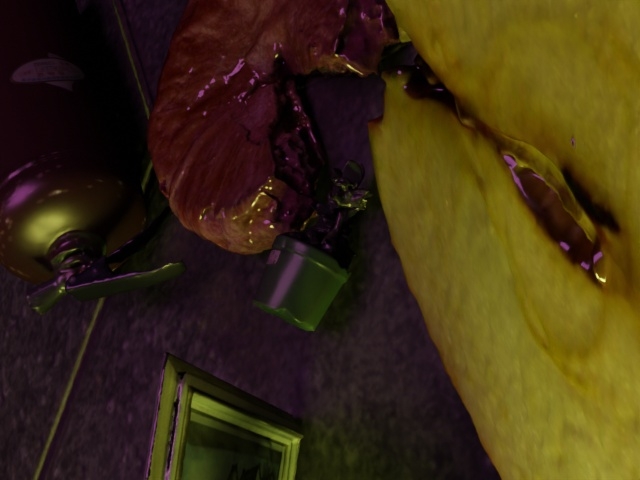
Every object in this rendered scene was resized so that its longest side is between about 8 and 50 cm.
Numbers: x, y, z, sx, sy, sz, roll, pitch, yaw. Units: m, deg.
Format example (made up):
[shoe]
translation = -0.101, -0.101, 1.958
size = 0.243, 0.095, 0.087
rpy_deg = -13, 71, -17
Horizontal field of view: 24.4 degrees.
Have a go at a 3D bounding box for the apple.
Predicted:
[apple]
translation = 0.124, -0.018, 0.514
size = 0.329, 0.295, 0.365
rpy_deg = -52, 36, 15

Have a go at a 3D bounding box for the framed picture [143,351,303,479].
[framed picture]
translation = -0.048, 0.186, 0.717
size = 0.019, 0.296, 0.232
rpy_deg = 6, 80, 10

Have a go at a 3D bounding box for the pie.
[pie]
translation = -0.037, -0.101, 0.936
size = 0.204, 0.054, 0.218
rpy_deg = 20, 94, 52

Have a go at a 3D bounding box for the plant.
[plant]
translation = 0.000, 0.000, 0.861
size = 0.051, 0.051, 0.102
rpy_deg = 18, 79, 53

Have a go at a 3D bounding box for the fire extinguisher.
[fire extinguisher]
translation = -0.194, -0.073, 1.081
size = 0.135, 0.114, 0.337
rpy_deg = -30, 50, 9
